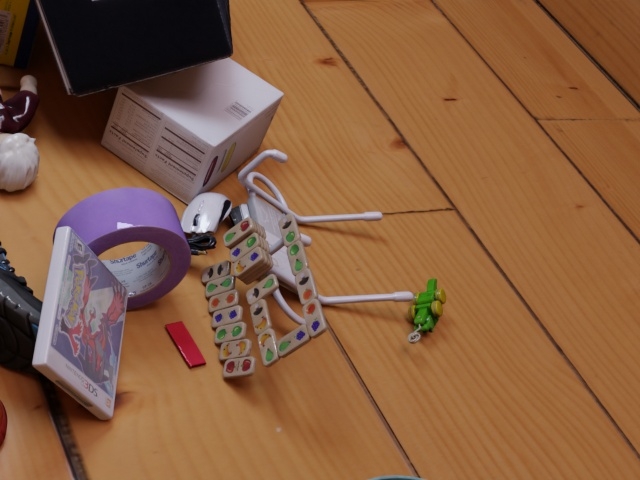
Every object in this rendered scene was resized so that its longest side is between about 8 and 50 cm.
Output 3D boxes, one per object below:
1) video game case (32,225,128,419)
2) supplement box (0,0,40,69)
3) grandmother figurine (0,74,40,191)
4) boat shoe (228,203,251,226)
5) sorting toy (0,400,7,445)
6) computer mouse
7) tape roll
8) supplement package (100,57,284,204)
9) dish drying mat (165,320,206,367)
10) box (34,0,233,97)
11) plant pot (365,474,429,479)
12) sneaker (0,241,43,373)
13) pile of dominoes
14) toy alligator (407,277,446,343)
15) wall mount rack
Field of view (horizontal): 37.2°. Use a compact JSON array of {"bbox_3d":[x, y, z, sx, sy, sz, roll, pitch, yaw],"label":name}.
[{"bbox_3d":[-0.313,0.112,1.268,0.023,0.183,0.201,-9,57,13],"label":"video game case"},{"bbox_3d":[-0.676,-0.472,1.686,0.356,0.195,0.194,10,42,-23],"label":"supplement box"},{"bbox_3d":[-0.559,-0.219,1.567,0.208,0.104,0.342,-29,66,-18],"label":"grandmother figurine"},{"bbox_3d":[-0.133,-0.004,1.643,0.040,0.049,0.142,-14,49,0],"label":"boat shoe"},{"bbox_3d":[-0.538,0.182,1.092,0.365,0.126,0.127,7,52,-27],"label":"sorting toy"},{"bbox_3d":[-0.206,-0.037,1.606,0.106,0.042,0.193,1,32,14],"label":"computer mouse"},{"bbox_3d":[-0.290,0.016,1.395,0.189,0.189,0.080,1,46,-32],"label":"tape roll"},{"bbox_3d":[-0.229,-0.221,1.736,0.204,0.145,0.262,34,39,6],"label":"supplement package"},{"bbox_3d":[-0.204,0.157,1.441,0.032,0.008,0.083,-10,52,-41],"label":"dish drying mat"},{"bbox_3d":[-0.351,-0.571,1.652,0.297,0.480,0.472,-15,29,-1],"label":"box"},{"bbox_3d":[0.078,0.462,1.098,0.293,0.235,0.293,18,39,-15],"label":"plant pot"},{"bbox_3d":[-0.458,0.051,1.300,0.341,0.125,0.140,34,36,4],"label":"sneaker"},{"bbox_3d":[-0.103,0.080,1.445,0.040,0.196,0.251,36,27,-43],"label":"pile of dominoes"},{"bbox_3d":[0.188,0.138,1.686,0.051,0.056,0.190,63,29,-25],"label":"toy alligator"},{"bbox_3d":[0.000,0.000,1.659,0.304,0.130,0.350,32,30,-41],"label":"wall mount rack"}]
